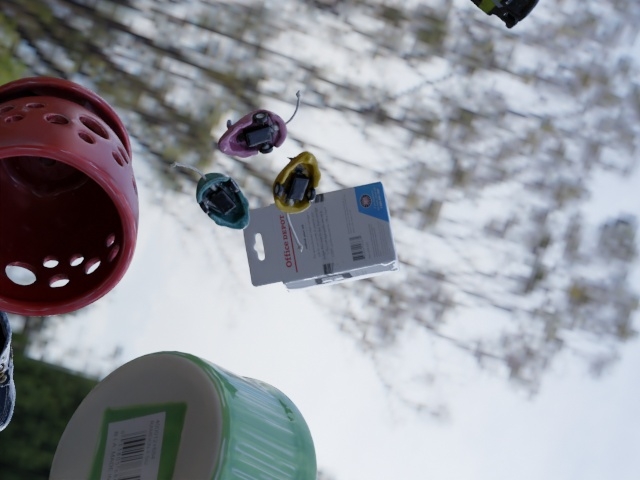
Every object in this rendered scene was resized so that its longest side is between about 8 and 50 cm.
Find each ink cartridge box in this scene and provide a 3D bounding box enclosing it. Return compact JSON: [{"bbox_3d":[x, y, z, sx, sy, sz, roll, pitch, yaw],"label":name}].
[{"bbox_3d":[0.000,0.000,1.945,0.060,0.180,0.104,62,18,-74],"label":"ink cartridge box"}]

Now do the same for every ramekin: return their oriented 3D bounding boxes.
[{"bbox_3d":[-0.167,0.273,1.794,0.303,0.148,0.303,-20,-127,29],"label":"ramekin"}]

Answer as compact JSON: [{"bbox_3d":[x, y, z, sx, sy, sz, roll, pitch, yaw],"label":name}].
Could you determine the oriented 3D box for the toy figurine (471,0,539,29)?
[{"bbox_3d":[0.202,-0.342,1.610,0.213,0.148,0.209,-46,-172,25],"label":"toy figurine"}]

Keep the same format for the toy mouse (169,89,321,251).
[{"bbox_3d":[-0.069,-0.067,1.407,0.031,0.143,0.161,-119,-143,-53],"label":"toy mouse"}]

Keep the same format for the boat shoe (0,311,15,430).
[{"bbox_3d":[-0.376,0.140,1.766,0.083,0.065,0.183,-139,-136,-68],"label":"boat shoe"}]

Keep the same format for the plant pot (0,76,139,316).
[{"bbox_3d":[-0.264,-0.051,1.500,0.174,0.191,0.191,-91,-155,-56],"label":"plant pot"}]
